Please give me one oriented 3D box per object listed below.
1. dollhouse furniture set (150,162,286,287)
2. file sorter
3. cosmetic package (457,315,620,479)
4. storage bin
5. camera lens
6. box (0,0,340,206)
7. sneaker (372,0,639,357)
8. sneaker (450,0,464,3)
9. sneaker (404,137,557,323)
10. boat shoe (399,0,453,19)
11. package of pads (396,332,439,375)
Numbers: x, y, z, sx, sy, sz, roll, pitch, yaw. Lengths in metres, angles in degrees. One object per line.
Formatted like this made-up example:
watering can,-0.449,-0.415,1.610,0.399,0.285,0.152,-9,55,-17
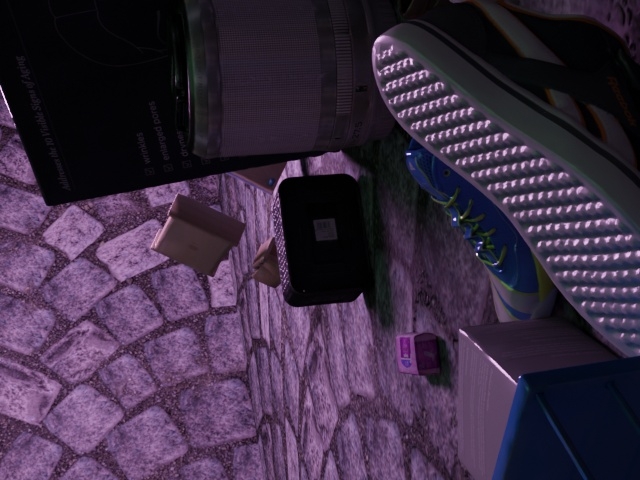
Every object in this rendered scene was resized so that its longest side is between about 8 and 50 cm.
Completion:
dollhouse furniture set,-0.147,-0.094,1.886,0.303,0.286,0.198,-69,11,-25
file sorter,0.189,0.133,0.502,0.104,0.170,0.118,-113,21,-49
cosmetic package,0.183,0.154,0.708,0.238,0.107,0.127,-132,39,-67
storage bin,0.000,0.000,1.456,0.084,0.122,0.180,121,143,-71
camera lens,-0.055,-0.221,1.259,0.219,0.274,0.219,175,90,-78
box,-0.241,-0.349,1.453,0.297,0.472,0.479,-107,8,-45
sneaker,0.178,-0.056,0.639,0.321,0.127,0.126,51,159,25
sneaker,0.153,-0.238,0.778,0.212,0.080,0.094,115,136,-65
sneaker,0.129,-0.035,0.820,0.091,0.126,0.240,-156,62,-77
boat shoe,0.111,-0.313,0.934,0.073,0.073,0.206,-127,35,-70
package of pads,0.116,0.136,1.178,0.083,0.032,0.050,155,109,-77
